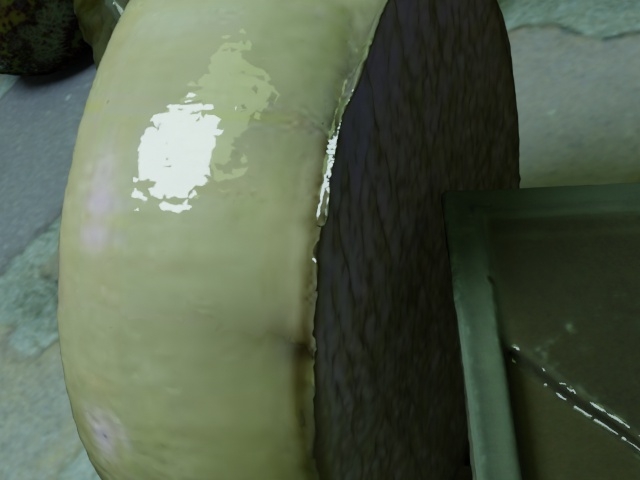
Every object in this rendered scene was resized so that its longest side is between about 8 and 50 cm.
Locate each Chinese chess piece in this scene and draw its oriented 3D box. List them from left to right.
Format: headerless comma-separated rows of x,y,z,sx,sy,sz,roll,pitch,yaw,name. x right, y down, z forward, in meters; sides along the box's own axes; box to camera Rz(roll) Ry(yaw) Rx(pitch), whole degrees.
0.000,0.000,0.700,0.112,0.270,0.270,7,51,21,Chinese chess piece

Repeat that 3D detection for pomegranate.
-0.220,-0.173,1.172,0.163,0.125,0.138,-16,53,23,pomegranate

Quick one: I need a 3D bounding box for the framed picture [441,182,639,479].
0.209,0.113,0.490,0.326,0.028,0.446,-2,37,2,framed picture

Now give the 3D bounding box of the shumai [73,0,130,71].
-0.063,-0.143,0.938,0.218,0.185,0.184,31,105,19,shumai
